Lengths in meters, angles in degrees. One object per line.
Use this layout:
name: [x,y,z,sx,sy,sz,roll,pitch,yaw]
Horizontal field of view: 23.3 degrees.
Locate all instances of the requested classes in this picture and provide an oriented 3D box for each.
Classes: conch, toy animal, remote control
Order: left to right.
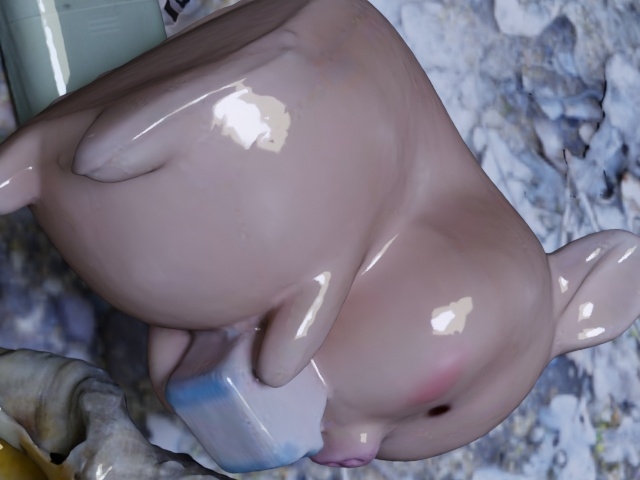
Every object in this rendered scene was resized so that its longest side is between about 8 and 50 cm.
remote control: [-0.127,-0.159,0.763,0.090,0.038,0.309,-17,97,-36]
conch: [-0.105,0.152,0.687,0.178,0.163,0.245,-25,67,-33]
toy animal: [0.001,0.004,0.704,0.256,0.195,0.213,57,43,-24]
